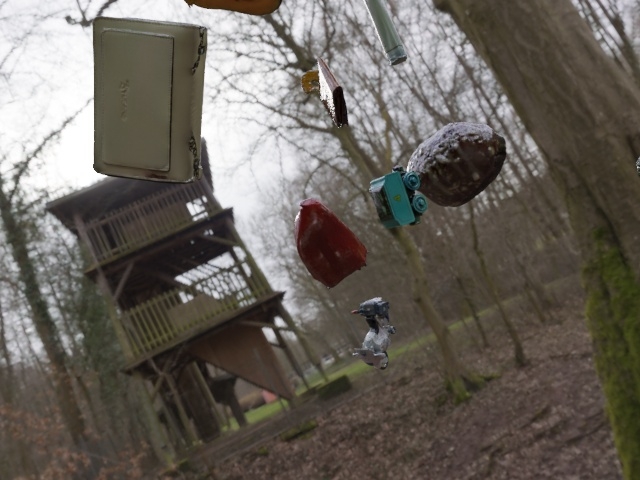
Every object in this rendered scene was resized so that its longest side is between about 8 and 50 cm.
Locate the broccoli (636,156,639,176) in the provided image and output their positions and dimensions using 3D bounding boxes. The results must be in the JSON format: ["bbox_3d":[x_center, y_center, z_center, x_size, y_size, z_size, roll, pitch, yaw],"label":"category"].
[{"bbox_3d":[0.954,-0.210,1.571,0.321,0.284,0.303,-50,25,25],"label":"broccoli"}]

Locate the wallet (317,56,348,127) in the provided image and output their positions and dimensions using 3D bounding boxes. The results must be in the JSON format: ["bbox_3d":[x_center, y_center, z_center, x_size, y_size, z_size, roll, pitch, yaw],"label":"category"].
[{"bbox_3d":[0.034,-0.481,2.073,0.042,0.161,0.195,-25,-31,-8],"label":"wallet"}]

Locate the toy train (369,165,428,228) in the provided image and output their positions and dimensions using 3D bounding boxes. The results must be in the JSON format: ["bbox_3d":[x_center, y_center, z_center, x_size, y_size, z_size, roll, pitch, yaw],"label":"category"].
[{"bbox_3d":[0.244,-0.133,1.976,0.155,0.197,0.107,-20,2,-30],"label":"toy train"}]

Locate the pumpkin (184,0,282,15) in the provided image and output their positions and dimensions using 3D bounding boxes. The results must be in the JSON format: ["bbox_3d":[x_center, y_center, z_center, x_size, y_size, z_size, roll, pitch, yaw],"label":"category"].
[{"bbox_3d":[-0.236,-0.711,1.705,0.317,0.139,0.222,2,-12,-6],"label":"pumpkin"}]

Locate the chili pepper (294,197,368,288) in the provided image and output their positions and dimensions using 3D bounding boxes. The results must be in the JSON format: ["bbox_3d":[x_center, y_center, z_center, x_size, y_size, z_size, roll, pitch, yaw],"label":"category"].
[{"bbox_3d":[0.000,0.000,1.471,0.144,0.136,0.252,-13,-41,25],"label":"chili pepper"}]

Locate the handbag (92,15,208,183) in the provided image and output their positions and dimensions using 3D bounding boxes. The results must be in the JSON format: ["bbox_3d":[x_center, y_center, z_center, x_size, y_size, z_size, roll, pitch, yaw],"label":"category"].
[{"bbox_3d":[-0.387,-0.326,1.465,0.237,0.358,0.160,9,18,8],"label":"handbag"}]

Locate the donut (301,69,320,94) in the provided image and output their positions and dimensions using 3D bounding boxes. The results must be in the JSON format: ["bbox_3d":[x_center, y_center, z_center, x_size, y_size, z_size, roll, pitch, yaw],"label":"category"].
[{"bbox_3d":[-0.021,-0.588,2.359,0.108,0.097,0.043,7,-12,-8],"label":"donut"}]

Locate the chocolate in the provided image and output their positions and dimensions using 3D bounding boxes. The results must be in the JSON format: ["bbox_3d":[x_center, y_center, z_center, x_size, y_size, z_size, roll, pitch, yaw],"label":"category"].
[{"bbox_3d":[0.437,-0.267,2.132,0.210,0.225,0.340,21,-44,-32],"label":"chocolate"}]

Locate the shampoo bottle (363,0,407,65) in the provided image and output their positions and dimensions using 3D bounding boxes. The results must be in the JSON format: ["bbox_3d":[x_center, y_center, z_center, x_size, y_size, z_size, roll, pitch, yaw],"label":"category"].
[{"bbox_3d":[0.160,-0.551,1.605,0.049,0.212,0.072,-23,-2,-1],"label":"shampoo bottle"}]

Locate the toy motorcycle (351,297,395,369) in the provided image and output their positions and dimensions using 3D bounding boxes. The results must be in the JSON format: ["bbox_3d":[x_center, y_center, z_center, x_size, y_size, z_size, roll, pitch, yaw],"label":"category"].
[{"bbox_3d":[0.162,0.284,1.906,0.102,0.221,0.150,-7,-9,38],"label":"toy motorcycle"}]
